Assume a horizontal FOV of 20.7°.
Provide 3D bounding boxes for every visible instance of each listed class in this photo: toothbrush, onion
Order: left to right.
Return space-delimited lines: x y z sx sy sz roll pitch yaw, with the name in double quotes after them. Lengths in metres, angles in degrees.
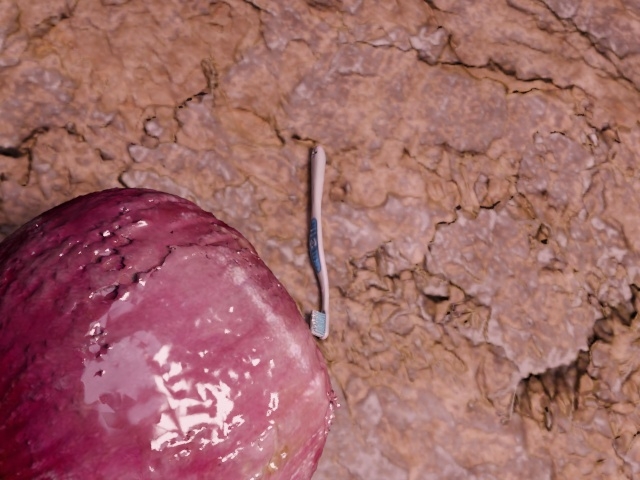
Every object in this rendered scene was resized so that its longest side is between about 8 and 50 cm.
-0.148 0.101 1.124 0.349 0.159 0.267 -32 78 -33 "onion"
0.000 0.000 1.322 0.017 0.014 0.162 20 56 -31 "toothbrush"
